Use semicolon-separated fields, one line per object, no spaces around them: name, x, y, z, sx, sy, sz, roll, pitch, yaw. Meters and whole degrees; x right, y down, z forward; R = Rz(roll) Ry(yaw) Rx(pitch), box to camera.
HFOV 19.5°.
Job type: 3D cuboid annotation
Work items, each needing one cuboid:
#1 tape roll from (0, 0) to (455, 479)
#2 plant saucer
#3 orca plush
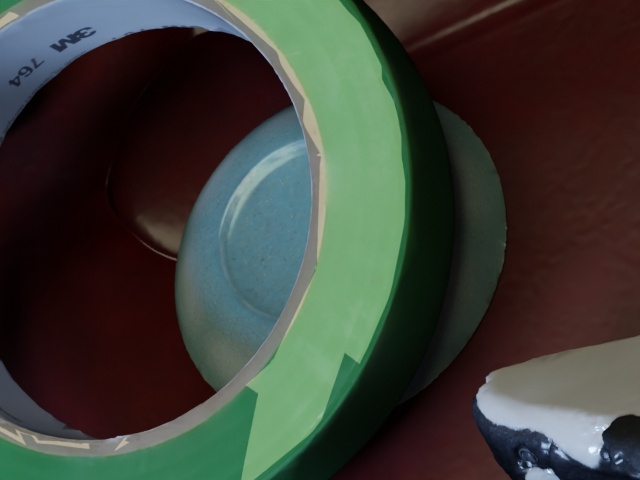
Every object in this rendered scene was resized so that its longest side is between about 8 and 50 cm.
tape roll;-0.096;-0.009;0.934;0.321;0.077;0.321;-3;80;21
plant saucer;0.000;0.000;0.971;0.195;0.037;0.195;-11;64;23
orca plush;0.214;0.092;0.810;0.287;0.102;0.151;-13;18;12
